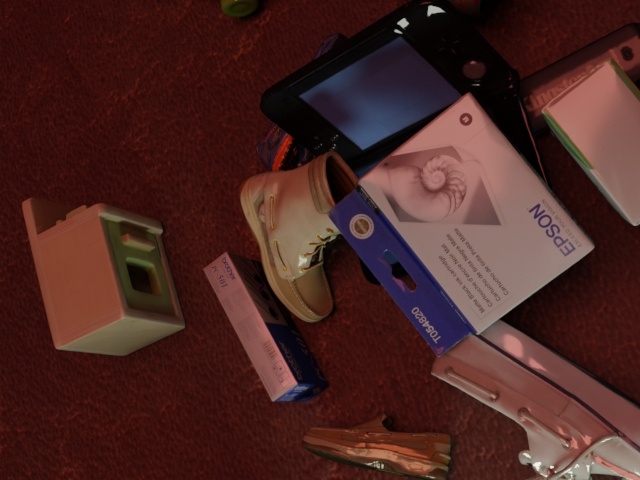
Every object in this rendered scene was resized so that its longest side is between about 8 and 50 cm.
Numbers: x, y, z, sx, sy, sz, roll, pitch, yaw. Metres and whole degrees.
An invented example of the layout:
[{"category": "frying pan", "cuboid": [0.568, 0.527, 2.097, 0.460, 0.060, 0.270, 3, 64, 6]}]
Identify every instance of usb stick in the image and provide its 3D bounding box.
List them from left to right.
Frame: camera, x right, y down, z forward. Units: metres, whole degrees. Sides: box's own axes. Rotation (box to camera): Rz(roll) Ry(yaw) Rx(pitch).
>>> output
[{"category": "usb stick", "cuboid": [0.283, -0.178, 1.174, 0.278, 0.045, 0.077, -27, 70, 18]}]

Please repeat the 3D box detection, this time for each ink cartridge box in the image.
[{"category": "ink cartridge box", "cuboid": [-0.072, 0.116, 1.257, 0.046, 0.097, 0.207, -36, 68, 15]}, {"category": "ink cartridge box", "cuboid": [0.149, -0.013, 1.061, 0.224, 0.045, 0.223, -40, 86, 17]}, {"category": "ink cartridge box", "cuboid": [0.323, -0.105, 1.032, 0.093, 0.212, 0.154, -39, 83, 12]}]

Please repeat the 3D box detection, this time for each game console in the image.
[{"category": "game console", "cuboid": [0.096, -0.109, 1.147, 0.293, 0.250, 0.173, -25, 44, 37]}]

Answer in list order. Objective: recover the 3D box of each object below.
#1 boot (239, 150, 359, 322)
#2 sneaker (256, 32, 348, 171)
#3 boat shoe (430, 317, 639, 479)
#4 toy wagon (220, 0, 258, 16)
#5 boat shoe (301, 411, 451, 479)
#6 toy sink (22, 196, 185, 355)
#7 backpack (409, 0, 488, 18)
[{"category": "boot", "cuboid": [0.000, 0.000, 1.199, 0.165, 0.077, 0.213, -14, 103, 42]}, {"category": "sneaker", "cuboid": [-0.026, -0.190, 1.305, 0.087, 0.083, 0.221, 27, 87, 39]}, {"category": "boat shoe", "cuboid": [0.269, 0.221, 1.057, 0.367, 0.136, 0.156, 34, 95, 29]}, {"category": "toy wagon", "cuboid": [-0.123, -0.466, 1.407, 0.344, 0.068, 0.267, -18, 73, 22]}, {"category": "boat shoe", "cuboid": [0.072, 0.252, 1.190, 0.190, 0.068, 0.072, 8, 72, 17]}, {"category": "toy sink", "cuboid": [-0.306, 0.031, 1.353, 0.131, 0.153, 0.234, -26, 70, 19]}, {"category": "backpack", "cuboid": [0.158, -0.409, 1.168, 0.191, 0.225, 0.253, 4, 85, 9]}]
